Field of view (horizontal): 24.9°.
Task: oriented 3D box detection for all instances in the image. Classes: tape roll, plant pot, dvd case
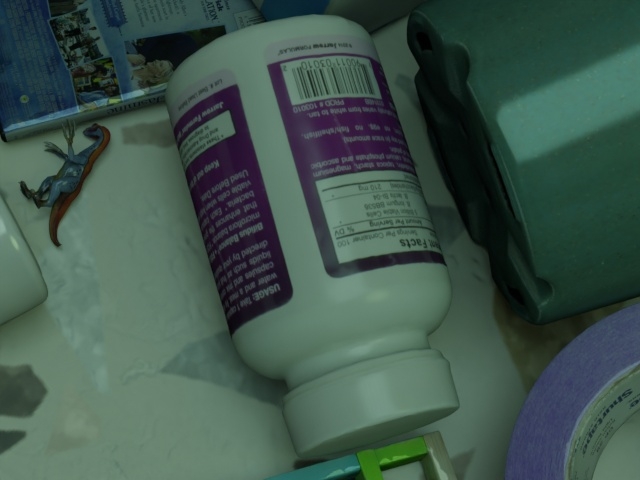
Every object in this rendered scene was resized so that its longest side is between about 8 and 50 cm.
[{"bbox_3d":[0.271,0.178,1.012,0.275,0.090,0.275,-7,66,16],"label":"tape roll"},{"bbox_3d":[0.261,-0.113,1.076,0.334,0.341,0.341,-21,77,-3],"label":"plant pot"},{"bbox_3d":[-0.160,-0.194,1.190,0.253,0.022,0.180,-16,73,-10],"label":"dvd case"}]

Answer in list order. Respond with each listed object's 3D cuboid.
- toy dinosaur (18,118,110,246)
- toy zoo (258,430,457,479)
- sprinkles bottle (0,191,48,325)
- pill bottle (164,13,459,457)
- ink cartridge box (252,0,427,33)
[{"bbox_3d":[-0.197,-0.055,1.153,0.082,0.047,0.090,-29,112,-22],"label":"toy dinosaur"},{"bbox_3d":[-0.018,0.265,1.048,0.293,0.030,0.192,-14,70,-17],"label":"toy zoo"},{"bbox_3d":[-0.379,0.071,1.043,0.355,0.121,0.121,-28,79,-13],"label":"sprinkles bottle"},{"bbox_3d":[0.000,0.000,1.081,0.169,0.169,0.301,-14,76,-10],"label":"pill bottle"},{"bbox_3d":[0.006,-0.324,1.143,0.198,0.197,0.270,-31,79,-24],"label":"ink cartridge box"}]
